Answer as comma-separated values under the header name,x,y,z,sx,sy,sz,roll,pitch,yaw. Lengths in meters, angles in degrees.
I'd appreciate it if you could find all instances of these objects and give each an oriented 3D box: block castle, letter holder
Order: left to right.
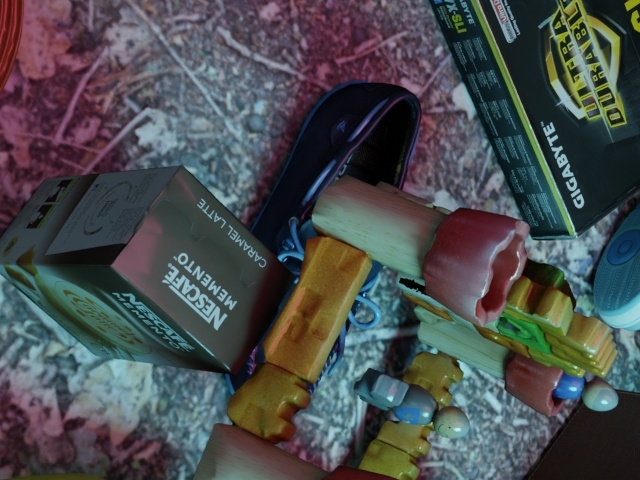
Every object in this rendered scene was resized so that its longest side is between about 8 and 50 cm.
name,x,y,z,sx,sy,sz,roll,pitch,yaw
block castle,0.104,0.152,1.236,0.303,0.213,0.453,-64,157,-9
letter holder,0.318,0.318,1.514,0.302,0.214,0.152,-49,114,-24

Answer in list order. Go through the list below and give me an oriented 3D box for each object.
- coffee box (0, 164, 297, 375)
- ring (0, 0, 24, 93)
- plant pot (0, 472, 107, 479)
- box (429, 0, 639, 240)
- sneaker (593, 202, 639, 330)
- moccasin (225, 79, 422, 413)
name,x,y,z,sx,sy,sz,roll,pitch,yaw
coffee box,-0.152,0.024,1.183,0.141,0.246,0.098,44,67,-25
ring,-0.391,-0.208,1.155,0.336,0.032,0.337,1,89,-33
plant pot,-0.162,0.311,1.193,0.239,0.254,0.254,1,89,-50
box,0.276,-0.200,1.575,0.257,0.079,0.322,-34,108,-31
sneaker,0.455,0.019,1.665,0.208,0.127,0.319,47,68,-24
moccasin,0.000,0.000,1.362,0.137,0.117,0.342,21,79,-32
